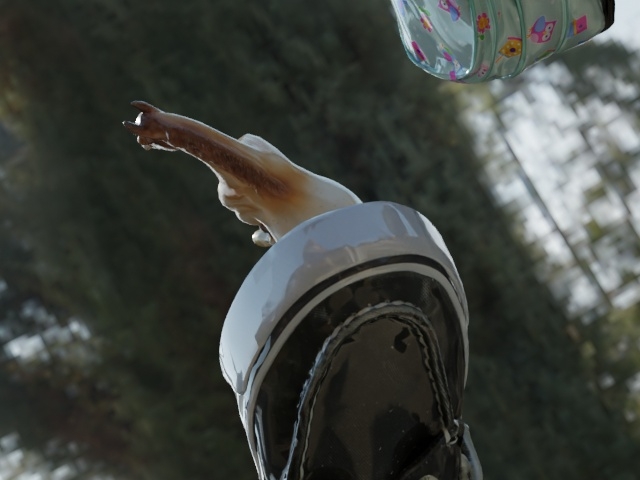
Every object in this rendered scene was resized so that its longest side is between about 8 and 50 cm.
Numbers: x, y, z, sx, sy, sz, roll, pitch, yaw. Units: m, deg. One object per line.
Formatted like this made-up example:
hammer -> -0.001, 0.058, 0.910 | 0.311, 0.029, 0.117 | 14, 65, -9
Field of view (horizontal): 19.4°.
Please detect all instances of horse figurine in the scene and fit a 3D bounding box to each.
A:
horse figurine -> 0.000, 0.000, 1.206 | 0.066, 0.263, 0.174 | -50, -8, -8

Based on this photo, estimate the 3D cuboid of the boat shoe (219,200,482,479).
boat shoe -> 0.019, 0.116, 0.826 | 0.113, 0.105, 0.306 | -11, -41, -19

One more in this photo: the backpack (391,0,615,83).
backpack -> 0.087, -0.180, 1.025 | 0.115, 0.182, 0.152 | -22, 21, -11
